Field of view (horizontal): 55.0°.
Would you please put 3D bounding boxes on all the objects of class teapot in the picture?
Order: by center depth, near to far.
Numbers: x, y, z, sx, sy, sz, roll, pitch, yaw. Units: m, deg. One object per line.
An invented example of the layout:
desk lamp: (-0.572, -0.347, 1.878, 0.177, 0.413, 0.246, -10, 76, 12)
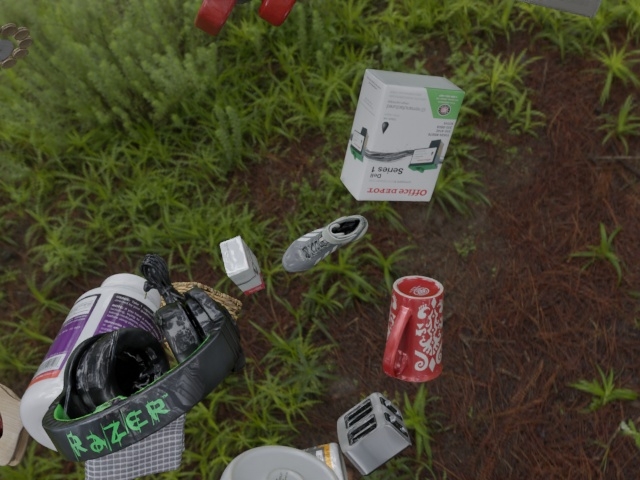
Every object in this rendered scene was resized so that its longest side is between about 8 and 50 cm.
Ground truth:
teapot: (-0.081, 0.513, 1.124, 0.253, 0.256, 0.186, 28, 114, 41)

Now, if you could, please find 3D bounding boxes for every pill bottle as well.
pill bottle: (-0.391, 0.209, 1.113, 0.182, 0.181, 0.322, -14, 34, 14)
pill bottle: (-0.069, 0.660, 1.675, 0.279, 0.162, 0.162, -13, 52, 2)

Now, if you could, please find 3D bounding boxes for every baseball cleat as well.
baseball cleat: (0.000, 0.000, 1.282, 0.206, 0.109, 0.072, -32, 80, 7)

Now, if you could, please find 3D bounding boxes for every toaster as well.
toaster: (0.137, 0.526, 1.669, 0.186, 0.110, 0.168, -38, 16, 8)

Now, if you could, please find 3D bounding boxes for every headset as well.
headset: (-0.231, 0.134, 0.831, 0.244, 0.185, 0.394, -25, 10, 4)

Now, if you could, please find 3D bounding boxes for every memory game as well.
memory game: (-0.722, -0.416, 1.351, 0.186, 0.186, 0.012, -33, 89, -1)

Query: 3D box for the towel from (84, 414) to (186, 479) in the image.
towel: (-0.521, 0.558, 1.745, 0.284, 0.234, 0.121, -2, 21, -21)

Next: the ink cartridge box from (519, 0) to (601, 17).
ink cartridge box: (0.237, -0.415, 0.809, 0.308, 0.385, 0.091, 21, 100, 16)

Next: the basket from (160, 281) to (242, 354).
basket: (-0.414, 0.267, 1.894, 0.299, 0.214, 0.222, -19, 48, 57)

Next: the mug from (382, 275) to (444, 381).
mug: (0.174, 0.167, 1.123, 0.113, 0.169, 0.150, 4, 23, 7)

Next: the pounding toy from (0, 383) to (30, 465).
pounding toy: (-0.630, 0.290, 1.049, 0.270, 0.155, 0.154, 36, 68, 3)

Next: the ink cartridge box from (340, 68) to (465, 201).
ink cartridge box: (0.142, -0.182, 1.104, 0.161, 0.219, 0.092, -1, 32, -21)

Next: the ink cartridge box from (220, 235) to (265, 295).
ink cartridge box: (-0.217, 0.072, 1.715, 0.063, 0.150, 0.109, -21, 62, 3)

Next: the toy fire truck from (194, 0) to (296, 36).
toy fire truck: (-0.098, -0.437, 0.907, 0.302, 0.170, 0.254, -63, 16, 1)
